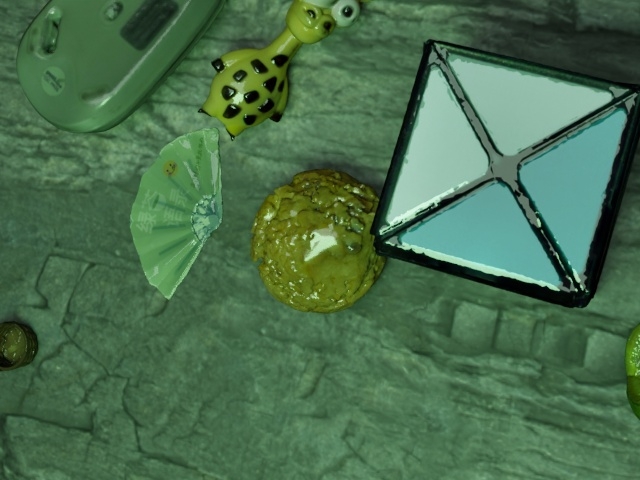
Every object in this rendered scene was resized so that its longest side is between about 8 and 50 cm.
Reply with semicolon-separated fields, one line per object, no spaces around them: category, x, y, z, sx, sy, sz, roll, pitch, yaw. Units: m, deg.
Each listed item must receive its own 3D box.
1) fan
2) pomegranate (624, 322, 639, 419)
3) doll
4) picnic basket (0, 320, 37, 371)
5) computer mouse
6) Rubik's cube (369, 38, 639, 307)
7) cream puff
fan;-0.193;-0.041;1.539;0.131;0.009;0.240;16;92;17
pomegranate;0.423;0.167;1.301;0.143;0.122;0.169;-24;47;18
doll;-0.040;-0.254;1.468;0.117;0.086;0.291;39;97;-27
picnic basket;-0.430;0.144;1.554;0.072;0.083;0.072;0;89;15
computer mouse;-0.262;-0.288;1.525;0.197;0.095;0.331;44;90;11
Rubik's cube;0.220;-0.074;1.306;0.246;0.250;0.248;15;94;15
cream puff;0.000;0.000;1.424;0.189;0.129;0.189;0;91;16
